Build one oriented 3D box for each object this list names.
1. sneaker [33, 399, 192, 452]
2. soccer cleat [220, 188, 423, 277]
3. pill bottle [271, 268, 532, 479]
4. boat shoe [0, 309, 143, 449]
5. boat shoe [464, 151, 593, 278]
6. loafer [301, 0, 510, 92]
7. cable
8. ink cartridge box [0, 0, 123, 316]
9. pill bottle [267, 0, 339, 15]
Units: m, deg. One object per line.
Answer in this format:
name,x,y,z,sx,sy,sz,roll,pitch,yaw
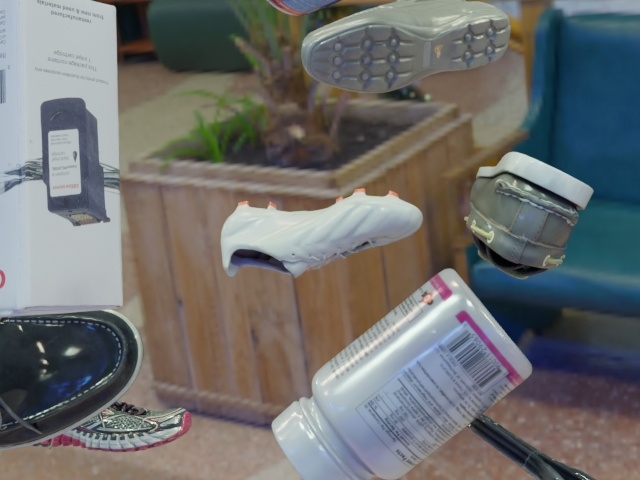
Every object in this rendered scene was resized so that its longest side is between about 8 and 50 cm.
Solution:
sneaker,-0.346,0.268,1.900,0.299,0.112,0.121,2,-2,13
soccer cleat,0.000,0.000,1.150,0.196,0.068,0.076,-4,57,17
pill bottle,0.092,0.178,1.432,0.283,0.160,0.160,-39,20,4
boat shoe,-0.472,0.186,1.588,0.500,0.186,0.156,-8,-11,-20
boat shoe,0.188,-0.015,1.175,0.109,0.091,0.305,25,-2,5
loafer,0.110,-0.275,1.682,0.320,0.112,0.111,-10,32,-27
cable,0.261,0.289,1.440,0.287,0.072,0.139,27,2,36
ink cartridge box,-0.245,-0.058,0.938,0.172,0.237,0.100,-6,-6,39
pill bottle,0.033,-0.333,1.321,0.222,0.124,0.124,-15,10,45
